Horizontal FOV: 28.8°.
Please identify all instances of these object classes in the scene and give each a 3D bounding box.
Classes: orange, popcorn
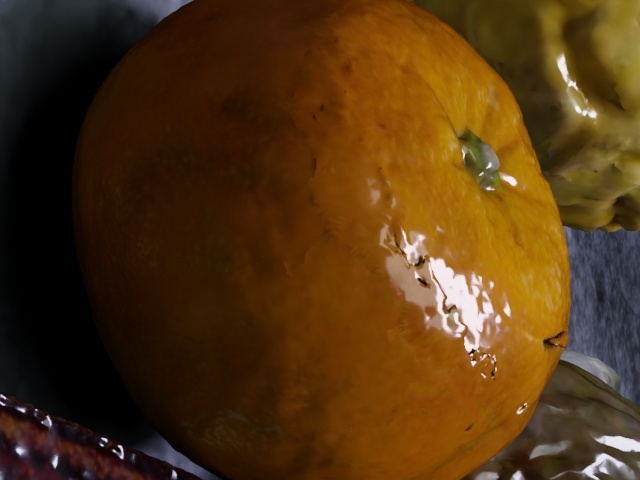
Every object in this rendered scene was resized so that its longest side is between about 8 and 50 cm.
[{"bbox_3d":[0.000,0.000,0.653,0.284,0.226,0.284,42,33,-35],"label":"orange"},{"bbox_3d":[0.237,-0.197,1.003,0.390,0.344,0.354,52,59,-29],"label":"popcorn"}]

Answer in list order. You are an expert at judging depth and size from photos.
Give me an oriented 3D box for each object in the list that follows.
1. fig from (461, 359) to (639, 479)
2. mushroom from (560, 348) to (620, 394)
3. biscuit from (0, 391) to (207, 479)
[{"bbox_3d":[0.173,0.164,0.815,0.286,0.368,0.286,61,11,-21],"label":"fig"},{"bbox_3d":[0.187,0.164,1.129,0.351,0.097,0.109,-8,93,-59],"label":"mushroom"},{"bbox_3d":[-0.108,0.137,0.580,0.388,0.107,0.073,39,54,-53],"label":"biscuit"}]
